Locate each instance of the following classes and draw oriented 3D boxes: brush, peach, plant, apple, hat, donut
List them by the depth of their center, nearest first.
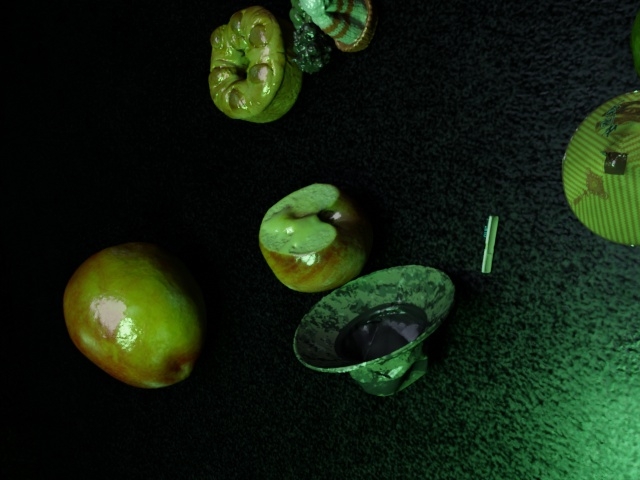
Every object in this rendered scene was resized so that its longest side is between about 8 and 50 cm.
[{"bbox_3d":[0.362,-0.089,0.765,0.193,0.082,0.192,-2,88,45],"label":"hat"},{"bbox_3d":[0.242,0.005,0.932,0.013,0.016,0.083,12,97,58],"label":"brush"},{"bbox_3d":[0.097,0.157,0.986,0.266,0.265,0.128,0,122,46],"label":"hat"},{"bbox_3d":[0.019,-0.382,1.072,0.094,0.162,0.112,-25,75,40],"label":"hat"},{"bbox_3d":[0.000,0.000,1.076,0.173,0.160,0.195,-29,41,28],"label":"apple"},{"bbox_3d":[-0.019,-0.378,1.172,0.087,0.085,0.174,-12,67,5],"label":"plant"},{"bbox_3d":[-0.128,-0.337,1.257,0.227,0.114,0.226,-2,88,45],"label":"donut"},{"bbox_3d":[-0.387,0.165,1.398,0.332,0.308,0.307,48,122,19],"label":"peach"}]

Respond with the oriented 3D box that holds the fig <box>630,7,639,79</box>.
[{"bbox_3d":[0.412,-0.219,0.612,0.245,0.195,0.195,81,164,-63],"label":"fig"}]
